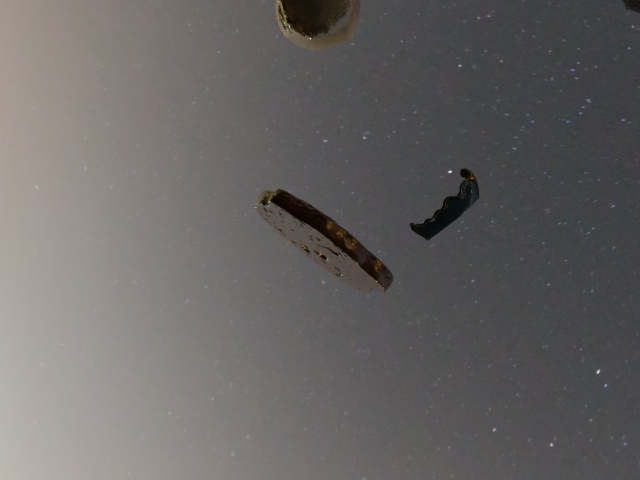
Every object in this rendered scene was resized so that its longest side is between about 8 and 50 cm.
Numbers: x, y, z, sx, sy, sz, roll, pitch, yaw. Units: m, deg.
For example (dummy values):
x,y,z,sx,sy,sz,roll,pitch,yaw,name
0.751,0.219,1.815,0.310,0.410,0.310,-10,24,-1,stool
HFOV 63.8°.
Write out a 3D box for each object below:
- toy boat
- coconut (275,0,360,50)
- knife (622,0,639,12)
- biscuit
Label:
x,y,z,sx,sy,sz,roll,pitch,yaw,name
0.280,-0.081,1.164,0.185,0.075,0.077,-40,-89,13,toy boat
-0.005,-0.591,1.270,0.227,0.227,0.231,-33,-139,41,coconut
0.390,-0.337,0.657,0.045,0.222,0.021,-3,-100,49,knife
0.001,-0.002,0.932,0.273,0.049,0.257,37,-12,-9,biscuit
